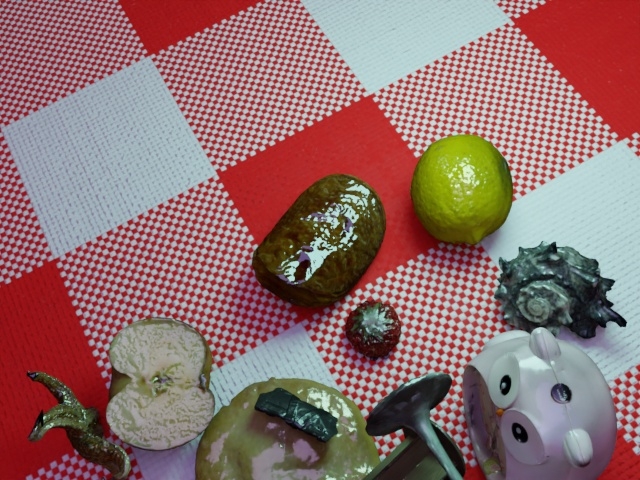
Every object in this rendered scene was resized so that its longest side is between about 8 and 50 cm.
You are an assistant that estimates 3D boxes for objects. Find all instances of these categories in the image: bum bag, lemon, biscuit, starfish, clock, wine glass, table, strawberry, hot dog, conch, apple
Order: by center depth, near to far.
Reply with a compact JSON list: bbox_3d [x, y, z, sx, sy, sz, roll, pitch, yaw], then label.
[{"bbox_3d":[0.261,0.458,1.194,0.267,0.267,0.406,-30,55,-8],"label":"wine glass"},{"bbox_3d":[0.457,0.349,1.355,0.250,0.377,0.369,-9,65,-4],"label":"clock"},{"bbox_3d":[0.168,0.502,1.384,0.226,0.167,0.167,-32,65,-32],"label":"table"},{"bbox_3d":[-0.050,0.385,1.460,0.197,0.049,0.087,21,34,21],"label":"bum bag"},{"bbox_3d":[-0.528,0.428,1.460,0.113,0.303,0.312,-43,61,-15],"label":"starfish"},{"bbox_3d":[-0.067,0.521,1.472,0.428,0.104,0.447,-10,65,0],"label":"biscuit"},{"bbox_3d":[-0.364,0.332,1.555,0.251,0.163,0.293,0,79,-3],"label":"apple"},{"bbox_3d":[0.552,0.131,1.557,0.312,0.186,0.241,16,92,-4],"label":"conch"},{"bbox_3d":[0.127,0.212,1.604,0.145,0.086,0.145,-2,64,4],"label":"strawberry"},{"bbox_3d":[0.349,-0.134,1.649,0.253,0.253,0.311,-4,65,4],"label":"lemon"},{"bbox_3d":[0.000,0.000,1.669,0.266,0.174,0.388,32,63,15],"label":"hot dog"}]
